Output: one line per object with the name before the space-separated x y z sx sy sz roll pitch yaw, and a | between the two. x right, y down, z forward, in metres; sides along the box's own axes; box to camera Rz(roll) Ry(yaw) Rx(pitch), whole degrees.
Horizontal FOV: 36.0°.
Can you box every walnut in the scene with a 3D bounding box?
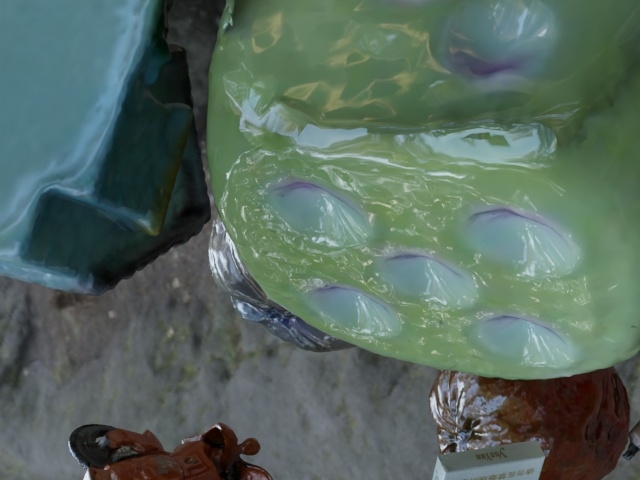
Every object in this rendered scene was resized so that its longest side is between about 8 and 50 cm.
walnut | 0.001 -0.001 1.100 0.248 0.248 0.248 32 130 49

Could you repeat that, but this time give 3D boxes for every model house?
model house | -0.195 -0.089 0.656 0.280 0.249 0.230 14 85 15

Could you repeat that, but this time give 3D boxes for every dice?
dice | 0.092 -0.080 0.595 0.249 0.252 0.254 8 149 20

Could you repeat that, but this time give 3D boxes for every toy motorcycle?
toy motorcycle | -0.133 0.292 0.989 0.148 0.221 0.326 -66 28 16

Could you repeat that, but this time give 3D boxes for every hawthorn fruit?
hawthorn fruit | 0.277 0.232 1.300 0.258 0.261 0.258 -173 90 -81

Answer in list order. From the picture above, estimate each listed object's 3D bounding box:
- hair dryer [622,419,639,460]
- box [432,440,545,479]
hair dryer | 0.414 0.189 1.167 0.117 0.181 0.064 40 165 28
box | 0.134 0.241 0.854 0.024 0.090 0.167 -112 20 -50
